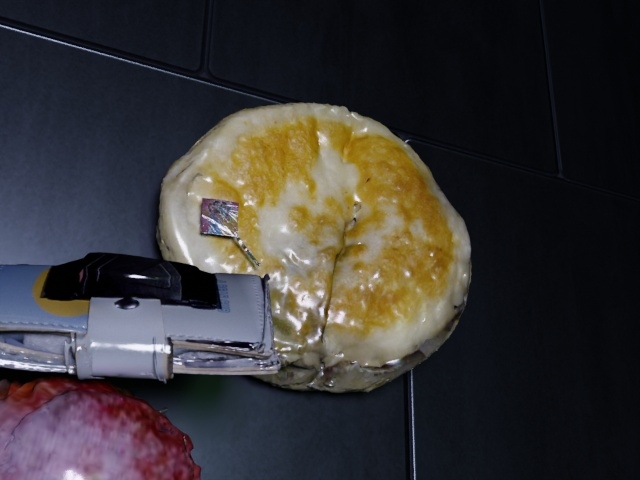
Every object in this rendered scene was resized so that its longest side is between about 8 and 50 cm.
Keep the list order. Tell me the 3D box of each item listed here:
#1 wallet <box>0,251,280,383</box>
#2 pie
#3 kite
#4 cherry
[{"bbox_3d":[-0.147,0.054,0.619,0.231,0.170,0.069,2,105,-7],"label":"wallet"},{"bbox_3d":[0.000,0.000,0.808,0.339,0.077,0.339,8,66,-18],"label":"pie"},{"bbox_3d":[-0.088,-0.007,0.732,0.044,0.002,0.078,-14,75,-23],"label":"kite"},{"bbox_3d":[-0.182,0.219,0.563,0.192,0.175,0.250,27,59,-42],"label":"cherry"}]
